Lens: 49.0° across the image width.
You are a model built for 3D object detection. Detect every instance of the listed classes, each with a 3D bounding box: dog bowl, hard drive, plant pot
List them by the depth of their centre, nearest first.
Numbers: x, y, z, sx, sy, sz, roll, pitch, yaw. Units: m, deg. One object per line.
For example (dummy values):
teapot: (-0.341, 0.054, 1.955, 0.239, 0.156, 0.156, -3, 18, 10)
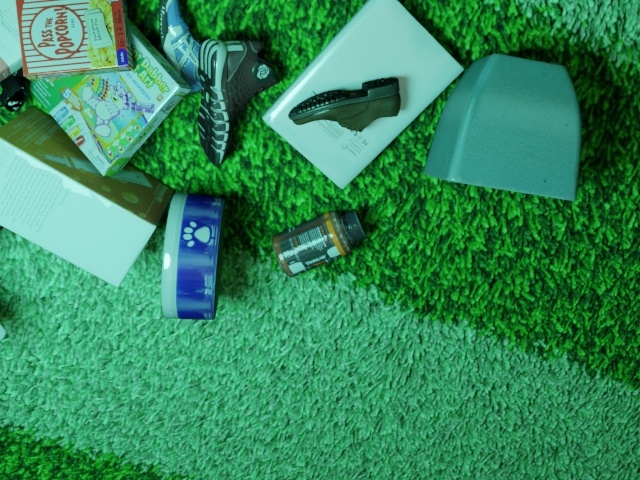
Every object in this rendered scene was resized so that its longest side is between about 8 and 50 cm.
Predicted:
plant pot: (0.366, -0.227, 1.385, 0.248, 0.247, 0.252, 9, 97, -5)
hard drive: (0.084, -0.304, 1.442, 0.233, 0.047, 0.353, 40, 109, -17)
dog bowl: (-0.262, 0.034, 1.474, 0.104, 0.265, 0.265, 4, 115, -6)

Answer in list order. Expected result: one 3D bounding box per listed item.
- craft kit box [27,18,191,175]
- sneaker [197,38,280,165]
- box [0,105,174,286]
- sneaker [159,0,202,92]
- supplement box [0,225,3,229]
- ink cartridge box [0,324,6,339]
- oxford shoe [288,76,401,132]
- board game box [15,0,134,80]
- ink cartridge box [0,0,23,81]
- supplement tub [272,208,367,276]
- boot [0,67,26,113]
craft kit box: (-0.417, -0.299, 1.380, 0.246, 0.061, 0.250, -44, 83, 15)
sneaker: (-0.158, -0.280, 1.425, 0.162, 0.106, 0.281, -18, 141, -26)
box: (-0.506, -0.093, 1.439, 0.345, 0.215, 0.168, 31, 110, -15)
sneaker: (-0.272, -0.392, 1.387, 0.081, 0.080, 0.211, -7, 124, -4)
supplement box: (-0.704, -0.047, 1.472, 0.104, 0.188, 0.081, -39, 110, 16)
ink cartridge box: (-0.839, 0.096, 1.506, 0.307, 0.072, 0.303, -6, 122, 45)
oxford shoe: (0.050, -0.252, 1.397, 0.227, 0.083, 0.096, -9, 119, 5)
board game box: (-0.452, -0.380, 1.298, 0.193, 0.045, 0.147, -7, 91, -2)
ink cartridge box: (-0.581, -0.404, 1.341, 0.198, 0.067, 0.115, -41, 101, -17)
supplement tub: (0.000, 0.000, 1.549, 0.198, 0.106, 0.106, -23, 113, 10)
boot: (-0.600, -0.320, 1.394, 0.045, 0.099, 0.121, 21, 120, -41)
